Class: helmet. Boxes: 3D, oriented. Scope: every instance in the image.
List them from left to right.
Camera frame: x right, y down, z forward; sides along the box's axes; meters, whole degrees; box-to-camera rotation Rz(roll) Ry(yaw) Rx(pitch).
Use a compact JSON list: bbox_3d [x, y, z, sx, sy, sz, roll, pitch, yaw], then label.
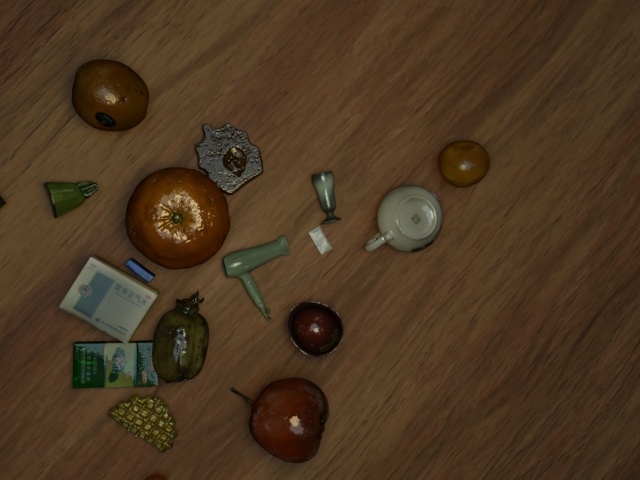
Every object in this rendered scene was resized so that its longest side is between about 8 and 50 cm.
[{"bbox_3d":[-0.024,0.259,1.703,0.175,0.106,0.155,31,83,-7],"label":"helmet"}]

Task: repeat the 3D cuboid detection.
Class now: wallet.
[{"bbox_3d":[0.000,0.000,1.755,0.044,0.011,0.083,-31,96,-9],"label":"wallet"}]

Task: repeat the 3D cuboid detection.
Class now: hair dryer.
[{"bbox_3d":[-0.168,0.126,1.709,0.206,0.075,0.237,-19,101,-16],"label":"hair dryer"}]

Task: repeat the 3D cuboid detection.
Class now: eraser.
[{"bbox_3d":[-0.516,0.086,1.634,0.085,0.063,0.027,39,84,-8],"label":"eraser"}]

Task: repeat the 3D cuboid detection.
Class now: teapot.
[{"bbox_3d":[0.260,-0.060,1.742,0.298,0.139,0.204,-31,97,-11],"label":"teapot"}]

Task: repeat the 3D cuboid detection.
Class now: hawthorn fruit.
[{"bbox_3d":[-0.096,0.518,1.626,0.263,0.235,0.231,-17,96,-8],"label":"hawthorn fruit"}]

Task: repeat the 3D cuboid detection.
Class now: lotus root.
[{"bbox_3d":[-0.394,0.268,1.620,0.154,0.154,0.278,8,89,-10],"label":"lotus root"}]

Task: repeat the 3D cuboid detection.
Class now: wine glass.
[{"bbox_3d":[0.018,-0.129,1.728,0.072,0.072,0.155,-12,93,-10],"label":"wine glass"}]

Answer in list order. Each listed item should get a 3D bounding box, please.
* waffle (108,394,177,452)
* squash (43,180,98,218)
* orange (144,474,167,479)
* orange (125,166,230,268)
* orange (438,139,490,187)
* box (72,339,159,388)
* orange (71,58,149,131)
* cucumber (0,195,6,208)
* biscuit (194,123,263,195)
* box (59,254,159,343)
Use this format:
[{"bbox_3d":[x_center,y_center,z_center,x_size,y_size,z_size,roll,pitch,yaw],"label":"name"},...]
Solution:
[{"bbox_3d":[-0.505,0.534,1.647,0.161,0.046,0.192,-21,94,-12],"label":"waffle"},{"bbox_3d":[-0.692,-0.128,1.599,0.132,0.105,0.105,-19,94,-28],"label":"squash"},{"bbox_3d":[-0.475,0.715,1.636,0.084,0.083,0.083,0,90,-10],"label":"orange"},{"bbox_3d":[-0.390,-0.060,1.575,0.284,0.226,0.283,0,92,-6],"label":"orange"},{"bbox_3d":[0.444,-0.235,1.772,0.159,0.159,0.136,-16,131,-10],"label":"orange"},{"bbox_3d":[-0.584,0.354,1.637,0.235,0.034,0.132,2,90,-11],"label":"box"},{"bbox_3d":[-0.573,-0.394,1.560,0.206,0.206,0.206,0,90,-10],"label":"orange"},{"bbox_3d":[-0.962,-0.161,1.552,0.078,0.062,0.211,-40,97,-7],"label":"cucumber"},{"bbox_3d":[-0.280,-0.255,1.692,0.182,0.034,0.215,-36,94,-9],"label":"biscuit"},{"bbox_3d":[-0.588,0.164,1.607,0.212,0.095,0.168,32,82,-9],"label":"box"}]
